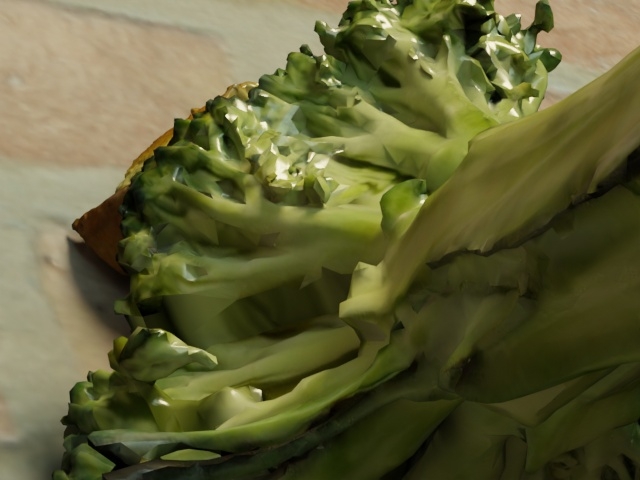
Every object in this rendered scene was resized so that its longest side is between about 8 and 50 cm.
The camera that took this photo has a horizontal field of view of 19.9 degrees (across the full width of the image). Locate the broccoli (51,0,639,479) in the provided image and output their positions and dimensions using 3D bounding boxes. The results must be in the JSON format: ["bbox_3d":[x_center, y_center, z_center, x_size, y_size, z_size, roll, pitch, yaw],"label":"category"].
[{"bbox_3d":[0.080,-0.007,0.533,0.221,0.361,0.252,56,38,3],"label":"broccoli"}]

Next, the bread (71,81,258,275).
[{"bbox_3d":[0.000,0.000,0.733,0.187,0.065,0.103,25,41,-13],"label":"bread"}]
